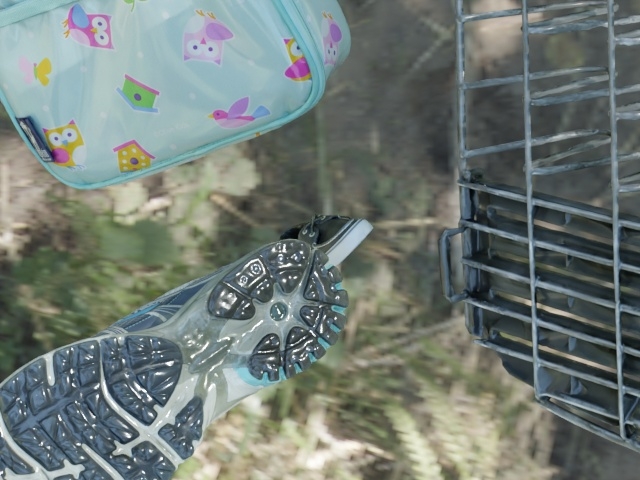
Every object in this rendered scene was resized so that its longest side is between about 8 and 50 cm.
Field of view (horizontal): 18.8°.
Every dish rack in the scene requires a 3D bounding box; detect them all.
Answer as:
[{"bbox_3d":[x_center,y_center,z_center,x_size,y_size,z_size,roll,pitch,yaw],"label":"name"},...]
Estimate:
[{"bbox_3d":[0.117,-0.066,0.562,0.074,0.208,0.271,-14,109,-34],"label":"dish rack"}]

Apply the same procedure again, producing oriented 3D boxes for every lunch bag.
[{"bbox_3d":[-0.139,-0.170,1.475,0.224,0.279,0.108,61,28,-24],"label":"lunch bag"}]

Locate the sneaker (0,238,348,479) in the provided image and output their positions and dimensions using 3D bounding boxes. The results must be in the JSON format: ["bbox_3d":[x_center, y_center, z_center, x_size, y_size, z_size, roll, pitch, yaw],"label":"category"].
[{"bbox_3d":[-0.116,0.099,1.302,0.283,0.122,0.110,-26,95,-24],"label":"sneaker"}]

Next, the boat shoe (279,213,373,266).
[{"bbox_3d":[0.000,0.000,1.589,0.040,0.142,0.049,46,70,-7],"label":"boat shoe"}]

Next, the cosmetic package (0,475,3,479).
[{"bbox_3d":[-0.191,0.206,1.025,0.099,0.060,0.239,-40,68,19],"label":"cosmetic package"}]
